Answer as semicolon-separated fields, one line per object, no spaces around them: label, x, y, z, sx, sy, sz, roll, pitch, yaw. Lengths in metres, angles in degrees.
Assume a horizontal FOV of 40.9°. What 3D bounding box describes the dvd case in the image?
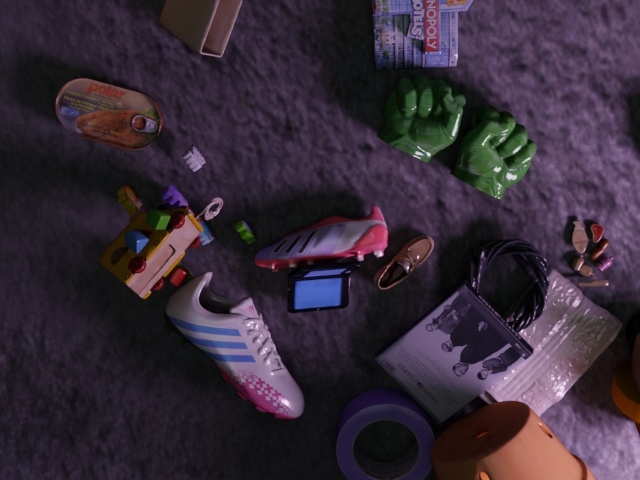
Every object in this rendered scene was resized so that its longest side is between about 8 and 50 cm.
dvd case;0.242;0.210;1.581;0.179;0.029;0.238;46;118;-1

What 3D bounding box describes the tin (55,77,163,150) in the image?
tin;-0.375;-0.227;1.533;0.189;0.040;0.106;16;107;-2

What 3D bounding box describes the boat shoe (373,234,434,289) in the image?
boat shoe;0.156;0.045;1.578;0.050;0.045;0.135;44;101;-9

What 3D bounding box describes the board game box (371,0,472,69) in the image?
board game box;0.185;-0.392;1.467;0.194;0.060;0.194;-3;103;3

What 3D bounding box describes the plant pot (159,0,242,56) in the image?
plant pot;-0.209;-0.383;1.461;0.096;0.109;0.109;24;103;9

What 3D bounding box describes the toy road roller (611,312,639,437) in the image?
toy road roller;0.696;0.281;1.550;0.329;0.202;0.241;4;116;6

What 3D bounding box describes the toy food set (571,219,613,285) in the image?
toy food set;0.499;0.022;1.580;0.077;0.019;0.122;-2;96;1

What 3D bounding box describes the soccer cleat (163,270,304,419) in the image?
soccer cleat;-0.136;0.194;1.583;0.331;0.116;0.143;40;104;-7

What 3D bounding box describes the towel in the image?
towel;0.404;0.204;1.609;0.187;0.049;0.282;38;101;-8

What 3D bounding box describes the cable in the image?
cable;0.340;0.090;1.567;0.150;0.047;0.185;-1;91;14

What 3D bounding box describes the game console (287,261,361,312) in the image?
game console;0.006;0.085;1.562;0.122;0.107;0.071;-4;78;-19

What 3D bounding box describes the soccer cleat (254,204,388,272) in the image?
soccer cleat;0.000;0.000;1.564;0.247;0.083;0.095;-9;79;7

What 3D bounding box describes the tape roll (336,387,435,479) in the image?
tape roll;0.124;0.383;1.643;0.188;0.080;0.189;0;103;0

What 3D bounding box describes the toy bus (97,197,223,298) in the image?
toy bus;-0.293;-0.003;1.498;0.104;0.202;0.191;35;122;22

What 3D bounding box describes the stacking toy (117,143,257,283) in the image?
stacking toy;-0.240;-0.045;1.565;0.167;0.052;0.221;-32;107;16

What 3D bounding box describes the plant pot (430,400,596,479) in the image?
plant pot;0.331;0.426;1.546;0.290;0.291;0.204;-28;97;7

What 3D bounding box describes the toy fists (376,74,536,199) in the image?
toy fists;0.241;-0.187;1.497;0.279;0.096;0.142;26;102;-3
